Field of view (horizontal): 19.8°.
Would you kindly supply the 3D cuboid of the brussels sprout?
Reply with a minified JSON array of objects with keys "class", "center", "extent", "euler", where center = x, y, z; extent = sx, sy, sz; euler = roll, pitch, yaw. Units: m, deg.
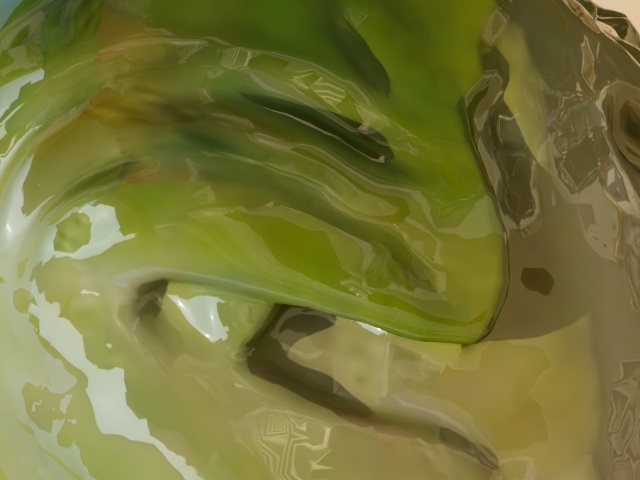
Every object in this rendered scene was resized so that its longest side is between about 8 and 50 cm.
[{"class":"brussels sprout","center":[0.000,0.000,0.633],"extent":[0.268,0.344,0.344],"euler":[73,-166,-52]}]
